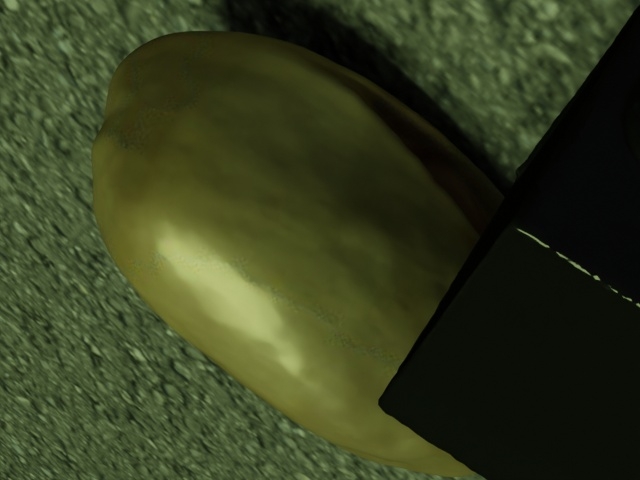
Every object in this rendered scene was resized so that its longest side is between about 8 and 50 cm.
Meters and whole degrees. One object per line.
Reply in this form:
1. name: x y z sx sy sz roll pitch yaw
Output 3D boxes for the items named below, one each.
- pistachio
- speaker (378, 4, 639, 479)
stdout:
1. pistachio: 0.000 0.000 0.955 0.299 0.187 0.187 35 154 -7
2. speaker: 0.195 0.042 0.764 0.254 0.184 0.232 33 153 3
